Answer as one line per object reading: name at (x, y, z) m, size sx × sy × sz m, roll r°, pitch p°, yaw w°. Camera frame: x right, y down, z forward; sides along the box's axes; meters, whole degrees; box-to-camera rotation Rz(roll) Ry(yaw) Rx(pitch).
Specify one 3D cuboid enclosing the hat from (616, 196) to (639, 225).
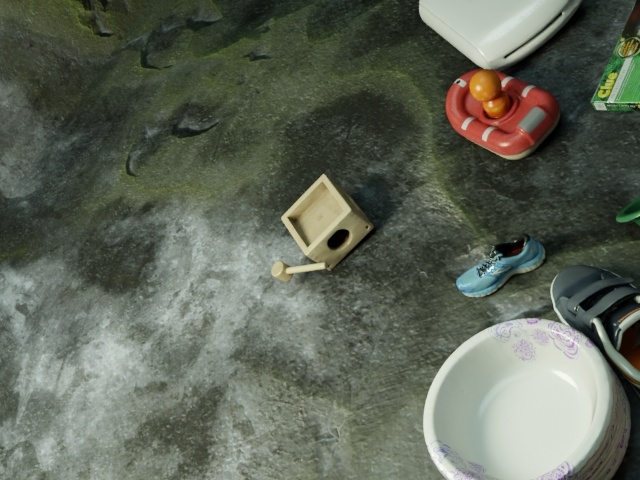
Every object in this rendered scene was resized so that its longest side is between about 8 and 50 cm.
hat at (0.587, -0.001, 1.513) m, size 0.173 × 0.184 × 0.208 m, roll -31°, pitch 0°, yaw 2°

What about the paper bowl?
paper bowl at (0.305, 0.267, 1.411) m, size 0.284 × 0.148 × 0.284 m, roll -21°, pitch 46°, yaw 23°

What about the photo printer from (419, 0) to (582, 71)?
photo printer at (0.375, -0.488, 2.018) m, size 0.256 × 0.107 × 0.307 m, roll -39°, pitch 41°, yaw 4°

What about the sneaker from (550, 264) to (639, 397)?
sneaker at (0.446, 0.116, 1.441) m, size 0.126 × 0.127 × 0.321 m, roll -35°, pitch 41°, yaw -1°

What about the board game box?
board game box at (0.605, -0.345, 1.783) m, size 0.136 × 0.030 × 0.260 m, roll 11°, pitch 63°, yaw 40°

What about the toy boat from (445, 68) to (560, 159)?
toy boat at (0.328, -0.263, 1.833) m, size 0.151 × 0.151 × 0.231 m, roll -47°, pitch 42°, yaw -6°

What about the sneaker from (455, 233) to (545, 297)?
sneaker at (0.300, 0.035, 1.664) m, size 0.162 × 0.073 × 0.063 m, roll -32°, pitch 43°, yaw 12°

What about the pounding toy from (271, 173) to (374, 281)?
pounding toy at (0.000, 0.010, 1.910) m, size 0.206 × 0.094 × 0.181 m, roll -45°, pitch 46°, yaw 11°
